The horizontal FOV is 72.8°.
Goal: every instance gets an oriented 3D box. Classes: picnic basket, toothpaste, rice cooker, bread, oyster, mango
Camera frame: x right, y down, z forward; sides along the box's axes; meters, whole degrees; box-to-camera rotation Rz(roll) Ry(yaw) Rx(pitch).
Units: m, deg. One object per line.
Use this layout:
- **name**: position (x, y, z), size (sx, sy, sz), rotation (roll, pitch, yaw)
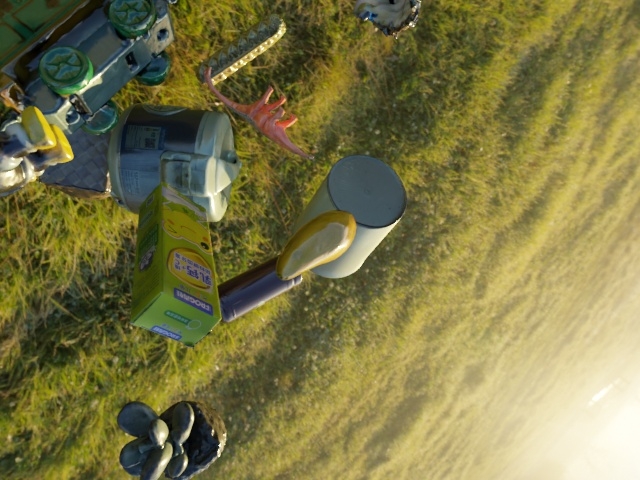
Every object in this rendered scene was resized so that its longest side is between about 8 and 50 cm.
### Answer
- **picnic basket**: position (-0.842, -0.319, 1.593), size (0.293, 0.337, 0.337), rotation (9, 118, -14)
- **toothpaste**: position (-0.252, 0.026, 0.754), size (0.077, 0.327, 0.110), rotation (-41, 129, 14)
- **rice cooker**: position (-0.338, -0.186, 1.055), size (0.277, 0.288, 0.288), rotation (6, 125, -1)
- **bread**: position (-0.275, -0.638, 1.467), size (0.367, 0.077, 0.084), rotation (-26, 171, 21)
- **oyster**: position (0.125, -0.478, 0.798), size (0.092, 0.259, 0.198), rotation (-11, 105, -18)
- **mango**: position (0.000, 0.000, 0.706), size (0.190, 0.075, 0.098), rotation (-29, 153, -46)

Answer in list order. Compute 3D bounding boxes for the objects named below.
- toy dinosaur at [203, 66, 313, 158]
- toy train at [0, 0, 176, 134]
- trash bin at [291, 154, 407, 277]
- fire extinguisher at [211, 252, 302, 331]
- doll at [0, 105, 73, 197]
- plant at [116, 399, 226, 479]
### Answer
- **toy dinosaur**: position (-0.120, -0.264, 0.879), size (0.101, 0.279, 0.055), rotation (-42, 178, 16)
- **toy train**: position (-0.448, -0.365, 0.799), size (0.429, 0.249, 0.178), rotation (-52, 178, -16)
- **trash bin**: position (0.075, -0.058, 1.407), size (0.280, 0.280, 0.432), rotation (-26, 167, -25)
- **fire extinguisher**: position (-0.219, 0.159, 1.271), size (0.337, 0.114, 0.135), rotation (-26, 127, -30)
- **doll**: position (-0.427, -0.034, 0.466), size (0.316, 0.145, 0.103), rotation (-36, 113, -12)
- **plant**: position (-0.281, 0.386, 0.835), size (0.149, 0.146, 0.274), rotation (-48, 157, -11)
